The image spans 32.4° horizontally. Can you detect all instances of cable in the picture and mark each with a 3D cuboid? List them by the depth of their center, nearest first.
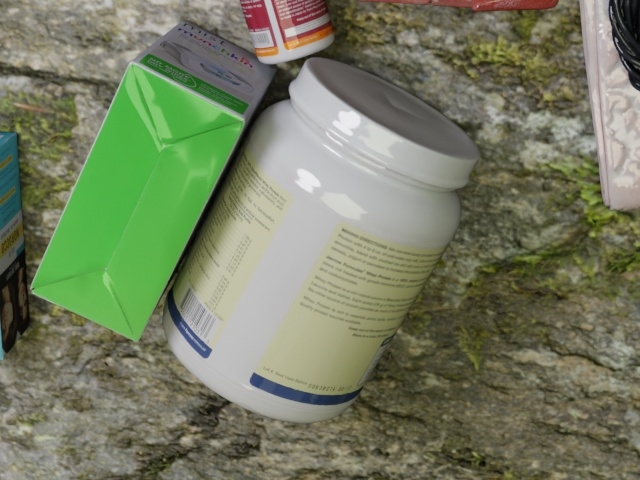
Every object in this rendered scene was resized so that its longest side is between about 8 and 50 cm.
[{"bbox_3d":[0.359,-0.227,1.076,0.150,0.047,0.184,34,111,-5],"label":"cable"}]

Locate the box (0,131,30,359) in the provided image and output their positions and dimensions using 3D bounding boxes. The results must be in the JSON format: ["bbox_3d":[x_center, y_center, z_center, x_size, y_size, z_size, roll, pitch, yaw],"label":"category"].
[{"bbox_3d":[-0.382,0.005,1.255,0.060,0.100,0.244,3,111,3],"label":"box"}]

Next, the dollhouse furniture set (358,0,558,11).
[{"bbox_3d":[0.114,-0.294,0.954,0.152,0.374,0.201,4,109,-1],"label":"dollhouse furniture set"}]

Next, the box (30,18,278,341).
[{"bbox_3d":[-0.168,-0.071,1.137,0.127,0.231,0.262,27,110,-4],"label":"box"}]

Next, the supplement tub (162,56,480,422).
[{"bbox_3d":[0.000,0.000,1.146,0.235,0.235,0.325,27,111,-5],"label":"supplement tub"}]

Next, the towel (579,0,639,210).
[{"bbox_3d":[0.441,-0.201,1.128,0.332,0.053,0.317,-9,110,10],"label":"towel"}]

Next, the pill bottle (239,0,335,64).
[{"bbox_3d":[-0.044,-0.265,1.130,0.086,0.086,0.152,-13,109,10],"label":"pill bottle"}]
